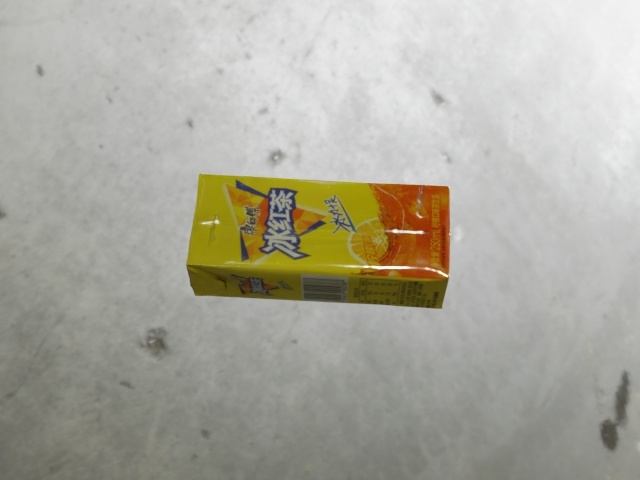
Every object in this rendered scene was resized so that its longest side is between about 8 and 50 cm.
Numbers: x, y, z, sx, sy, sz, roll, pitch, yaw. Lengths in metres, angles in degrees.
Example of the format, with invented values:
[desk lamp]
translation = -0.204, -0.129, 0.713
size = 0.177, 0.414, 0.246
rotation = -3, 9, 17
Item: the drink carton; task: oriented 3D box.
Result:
[drink carton]
translation = 0.000, 0.000, 1.406
size = 0.351, 0.111, 0.154
rotation = 3, 62, 3
